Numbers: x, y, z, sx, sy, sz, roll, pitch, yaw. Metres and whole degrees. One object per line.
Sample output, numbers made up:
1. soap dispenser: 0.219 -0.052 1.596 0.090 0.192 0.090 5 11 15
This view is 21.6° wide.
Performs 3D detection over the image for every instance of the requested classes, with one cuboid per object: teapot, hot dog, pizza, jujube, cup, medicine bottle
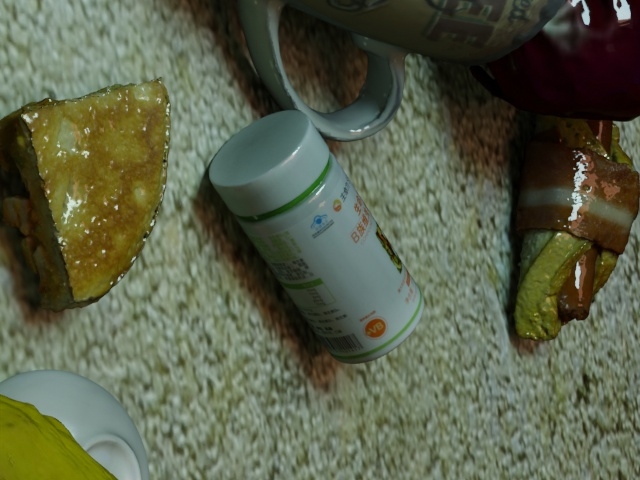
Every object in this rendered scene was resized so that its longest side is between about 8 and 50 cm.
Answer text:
1. teapot: -0.159 0.159 1.038 0.226 0.092 0.145 53 51 -36
2. hot dog: 0.234 -0.036 1.500 0.123 0.093 0.261 18 74 -46
3. pizza: -0.157 -0.047 1.087 0.134 0.046 0.175 51 51 -35
4. jujube: 0.228 -0.285 1.401 0.258 0.258 0.376 1 87 -49
5. cup: 0.017 -0.220 1.220 0.257 0.227 0.301 6 111 -36
6. medicine bottle: 0.000 0.000 1.234 0.183 0.086 0.086 56 49 -30

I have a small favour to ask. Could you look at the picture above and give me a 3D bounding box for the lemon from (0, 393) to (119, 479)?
1. lemon: -0.214 0.196 0.833 0.316 0.285 0.285 24 64 -9
